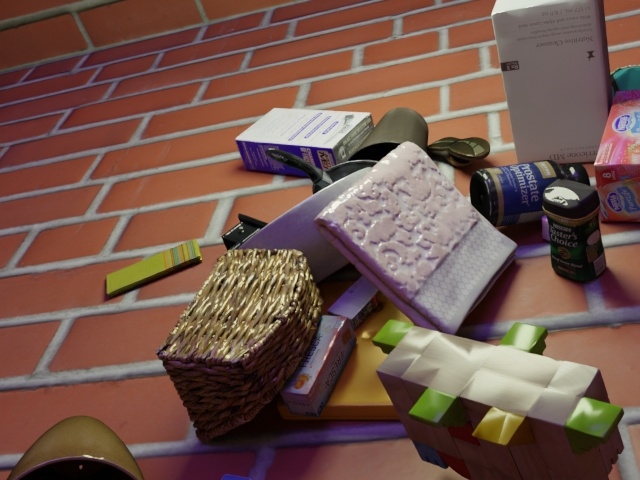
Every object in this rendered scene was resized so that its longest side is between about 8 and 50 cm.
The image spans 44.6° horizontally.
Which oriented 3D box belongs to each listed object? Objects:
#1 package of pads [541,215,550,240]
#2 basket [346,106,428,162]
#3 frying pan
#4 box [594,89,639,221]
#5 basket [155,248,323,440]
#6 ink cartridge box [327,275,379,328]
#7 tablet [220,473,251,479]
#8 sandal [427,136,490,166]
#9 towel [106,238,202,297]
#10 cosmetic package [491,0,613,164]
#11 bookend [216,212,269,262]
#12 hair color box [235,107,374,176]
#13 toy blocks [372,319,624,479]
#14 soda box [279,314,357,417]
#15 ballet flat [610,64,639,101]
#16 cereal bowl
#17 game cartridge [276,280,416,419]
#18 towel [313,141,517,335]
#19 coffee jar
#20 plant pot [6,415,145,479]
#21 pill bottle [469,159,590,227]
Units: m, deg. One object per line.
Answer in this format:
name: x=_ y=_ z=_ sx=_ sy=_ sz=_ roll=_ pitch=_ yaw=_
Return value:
package of pads: x=0.472 y=-0.017 z=1.527 sx=0.032 sy=0.050 sz=0.083 roll=-31 pitch=34 yaw=-26
basket: x=0.179 y=-0.217 z=1.879 sx=0.205 sy=0.154 sz=0.227 roll=-16 pitch=27 yaw=30
frying pan: x=0.049 y=-0.138 z=1.708 sx=0.197 sy=0.326 sz=0.053 roll=-20 pitch=59 yaw=23
box: x=0.658 y=-0.178 z=1.583 sx=0.154 sy=0.142 sz=0.300 roll=2 pitch=39 yaw=30
basket: x=-0.106 y=0.184 z=1.376 sx=0.214 sy=0.223 sz=0.299 roll=-1 pitch=36 yaw=24
ink cartridge box: x=0.073 y=0.114 z=1.470 sx=0.063 sy=0.029 sz=0.115 roll=15 pitch=46 yaw=41
tablet: x=-0.151 y=0.414 z=1.257 sx=0.054 sy=0.006 sz=0.083 roll=0 pitch=37 yaw=27
sandal: x=0.332 y=-0.207 z=1.874 sx=0.090 sy=0.060 sz=0.219 roll=-27 pitch=19 yaw=-22
towel: x=-0.400 y=0.065 z=1.878 sx=0.237 sy=0.021 sz=0.102 roll=-23 pitch=28 yaw=-4
cosmetic package: x=0.516 y=-0.363 z=1.704 sx=0.217 sy=0.384 sz=0.156 roll=-4 pitch=35 yaw=26
bookend: x=-0.181 y=0.024 z=1.776 sx=0.156 sy=0.072 sz=0.157 roll=-39 pitch=37 yaw=-27
hair color box: x=-0.038 y=-0.263 z=2.090 sx=0.339 sy=0.110 sz=0.185 roll=9 pitch=41 yaw=39
toy blocks: x=0.252 y=0.267 z=1.061 sx=0.382 sy=0.260 sz=0.191 roll=9 pitch=44 yaw=46
soda box: x=-0.001 y=0.212 z=1.342 sx=0.058 sy=0.063 sz=0.183 roll=1 pitch=39 yaw=30
ballet flat: x=0.695 y=-0.360 z=1.890 sx=0.241 sy=0.091 sz=0.077 roll=-26 pitch=9 yaw=-17
cereal bowl: x=0.000 y=0.000 z=1.583 sx=0.339 sy=0.141 sz=0.339 roll=-33 pitch=-3 yaw=-2
game cartridge: x=0.095 y=0.191 z=1.424 sx=0.286 sy=0.052 sz=0.323 roll=-5 pitch=38 yaw=21
towel: x=0.189 y=-0.010 z=1.435 sx=0.332 sy=0.317 sz=0.053 roll=-41 pitch=-6 yaw=-44
coffee jar: x=0.459 y=-0.020 z=1.415 sx=0.079 sy=0.184 sz=0.096 roll=-35 pitch=36 yaw=-22
plant pot: x=-0.389 y=0.387 z=1.244 sx=0.237 sy=0.237 sz=0.254 roll=-24 pitch=20 yaw=-7
pill bottle: x=0.425 y=-0.098 z=1.587 sx=0.219 sy=0.122 sz=0.122 roll=-9 pitch=32 yaw=-8
